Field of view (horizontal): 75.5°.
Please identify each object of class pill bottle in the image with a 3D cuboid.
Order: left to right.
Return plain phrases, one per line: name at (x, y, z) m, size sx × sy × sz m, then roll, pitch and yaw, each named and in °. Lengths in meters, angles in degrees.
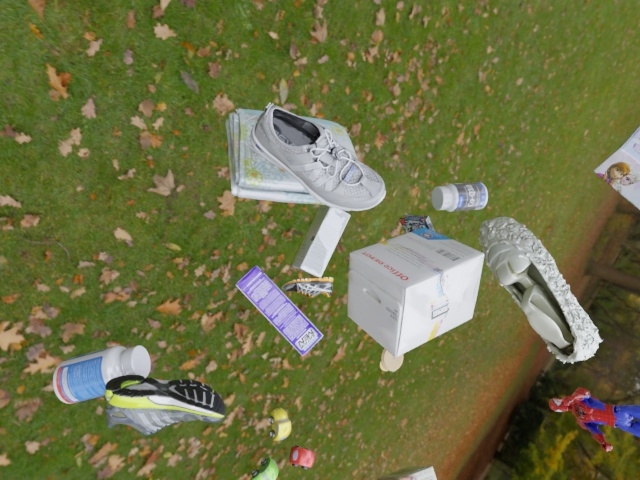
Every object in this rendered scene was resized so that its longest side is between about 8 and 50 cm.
pill bottle at (-0.594, 0.362, 1.137) m, size 0.221 × 0.124 × 0.124 m, roll -15°, pitch 140°, yaw 5°
pill bottle at (0.385, -0.121, 1.150) m, size 0.137 × 0.078 × 0.078 m, roll -5°, pitch 124°, yaw -15°

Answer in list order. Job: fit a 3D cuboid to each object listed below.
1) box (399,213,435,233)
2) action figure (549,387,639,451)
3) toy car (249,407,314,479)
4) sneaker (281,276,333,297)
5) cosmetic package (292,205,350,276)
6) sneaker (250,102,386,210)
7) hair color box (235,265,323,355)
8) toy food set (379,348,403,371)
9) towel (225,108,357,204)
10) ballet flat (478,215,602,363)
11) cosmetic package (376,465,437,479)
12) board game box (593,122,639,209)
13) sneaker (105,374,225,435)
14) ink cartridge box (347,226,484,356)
box at (0.284, -0.008, 1.156) m, size 0.027 × 0.093 × 0.137 m, roll -39°, pitch 114°, yaw -22°
action figure at (0.555, 0.334, 0.751) m, size 0.138 × 0.280 × 0.092 m, roll -2°, pitch 87°, yaw -41°
toy car at (-0.127, 0.684, 1.297) m, size 0.225 × 0.053 × 0.239 m, roll -39°, pitch 101°, yaw -43°
sneaker at (-0.050, 0.194, 1.680) m, size 0.084 × 0.214 × 0.083 m, roll 143°, pitch -56°, yaw -80°
cosmetic package at (0.000, 0.000, 1.371) m, size 0.085 × 0.117 × 0.231 m, roll 26°, pitch 82°, yaw -18°
sneaker at (-0.001, -0.146, 0.756) m, size 0.105 × 0.281 × 0.115 m, roll -65°, pitch -173°, yaw -18°
hair color box at (-0.149, 0.249, 1.492) m, size 0.110 × 0.339 × 0.185 m, roll -42°, pitch 179°, yaw -10°
toy food set at (0.216, 0.353, 1.244) m, size 0.082 × 0.020 × 0.084 m, roll 12°, pitch 79°, yaw -24°
towel at (-0.070, -0.227, 1.145) m, size 0.373 × 0.321 × 0.090 m, roll 2°, pitch 139°, yaw -17°
ballet flat at (0.517, 0.112, 1.012) m, size 0.146 × 0.409 × 0.147 m, roll -28°, pitch 161°, yaw -11°
cosmetic package at (0.282, 0.816, 1.168) m, size 0.129 × 0.297 × 0.153 m, roll -5°, pitch 153°, yaw -24°
board game box at (0.738, -0.098, 0.830) m, size 0.317 × 0.319 × 0.066 m, roll -29°, pitch 160°, yaw -39°
sneaker at (-0.392, 0.427, 1.051) m, size 0.299 × 0.111 × 0.122 m, roll 15°, pitch 103°, yaw -13°
ink cartridge box at (0.196, 0.099, 0.884) m, size 0.232 × 0.171 × 0.169 m, roll -16°, pitch 120°, yaw -30°
